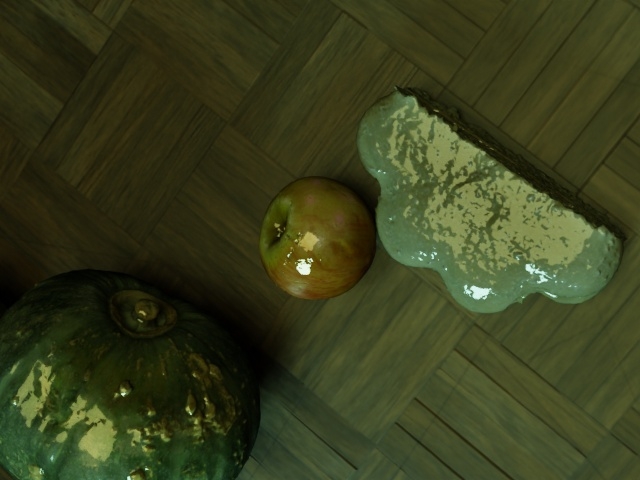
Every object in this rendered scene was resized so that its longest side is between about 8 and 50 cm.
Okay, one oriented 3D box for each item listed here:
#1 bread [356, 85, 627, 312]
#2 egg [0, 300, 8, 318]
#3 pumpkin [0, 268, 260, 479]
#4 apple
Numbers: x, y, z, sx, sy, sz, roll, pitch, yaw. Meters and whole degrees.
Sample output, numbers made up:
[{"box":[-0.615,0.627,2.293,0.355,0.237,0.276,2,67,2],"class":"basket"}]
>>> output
[{"box":[0.173,-0.027,1.274,0.337,0.102,0.183,36,103,13],"class":"bread"},{"box":[-0.509,0.179,1.432,0.238,0.238,0.289,31,114,13],"class":"egg"},{"box":[-0.238,0.194,1.322,0.327,0.291,0.257,33,119,23],"class":"pumpkin"},{"box":[0.000,0.000,1.314,0.146,0.146,0.146,1,94,17],"class":"apple"}]
